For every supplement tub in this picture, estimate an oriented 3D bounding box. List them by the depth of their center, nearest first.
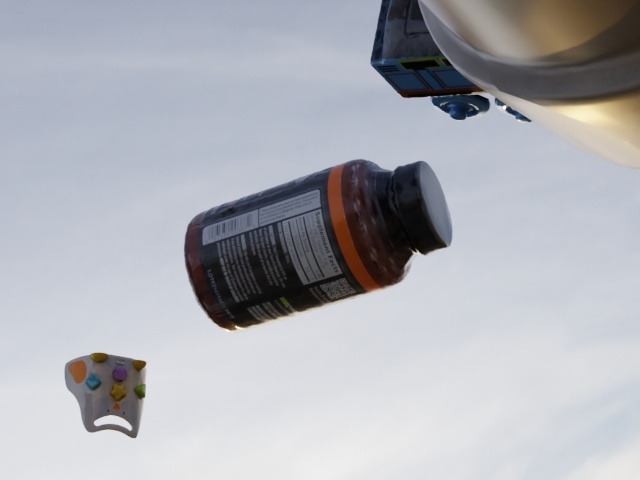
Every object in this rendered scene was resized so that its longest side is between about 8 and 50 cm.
[{"bbox_3d":[0.000,0.000,0.856,0.198,0.106,0.106,-17,-28,20],"label":"supplement tub"}]

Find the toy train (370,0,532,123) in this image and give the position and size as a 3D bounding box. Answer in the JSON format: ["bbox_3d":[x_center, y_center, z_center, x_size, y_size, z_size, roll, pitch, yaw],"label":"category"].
[{"bbox_3d":[0.126,-0.126,0.710,0.184,0.080,0.105,2,-16,32],"label":"toy train"}]

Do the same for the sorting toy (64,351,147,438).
[{"bbox_3d":[-0.197,0.150,1.038,0.083,0.075,0.045,14,-35,-31],"label":"sorting toy"}]

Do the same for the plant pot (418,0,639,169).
[{"bbox_3d":[0.072,-0.219,0.337,0.280,0.323,0.323,23,-59,-30],"label":"plant pot"}]
